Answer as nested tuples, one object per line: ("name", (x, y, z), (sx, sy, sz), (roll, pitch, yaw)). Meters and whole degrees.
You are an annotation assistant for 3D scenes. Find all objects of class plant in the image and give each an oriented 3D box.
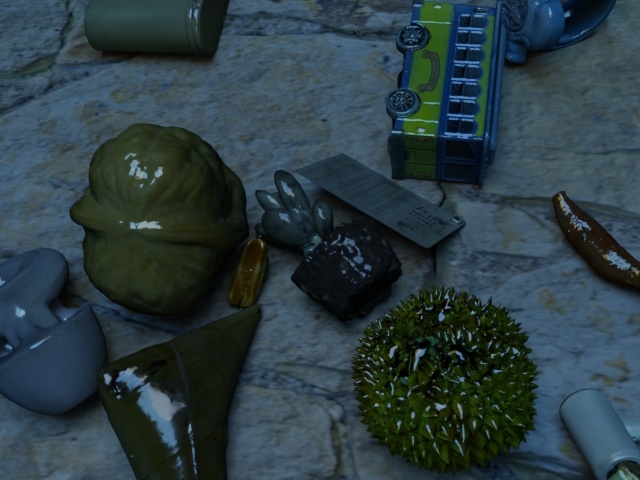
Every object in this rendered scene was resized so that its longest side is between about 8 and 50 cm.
("plant", (0.002, -0.001, 1.260), (0.274, 0.149, 0.146), (42, 111, 28))

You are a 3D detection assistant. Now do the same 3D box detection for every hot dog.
("hot dog", (-0.115, 0.053, 1.284), (0.056, 0.041, 0.133), (17, 101, -8))

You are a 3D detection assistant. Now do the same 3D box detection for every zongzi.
("zongzi", (-0.150, 0.257, 1.171), (0.300, 0.145, 0.274), (-22, 74, -31))

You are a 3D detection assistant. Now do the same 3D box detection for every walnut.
("walnut", (-0.249, -0.035, 1.225), (0.253, 0.277, 0.282), (34, 100, 1))

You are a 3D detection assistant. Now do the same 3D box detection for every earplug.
("earplug", (-0.461, 0.137, 1.243), (0.214, 0.175, 0.325), (-37, 55, -16))

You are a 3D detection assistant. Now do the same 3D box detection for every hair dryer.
("hair dryer", (0.470, 0.274, 1.095), (0.236, 0.073, 0.131), (0, 31, -11))

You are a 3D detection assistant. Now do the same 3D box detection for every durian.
("durian", (0.178, 0.202, 1.101), (0.291, 0.225, 0.291), (0, 26, 0))

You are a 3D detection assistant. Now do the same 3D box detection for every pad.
("pad", (0.103, -0.075, 1.311), (0.265, 0.009, 0.159), (31, 32, 21))

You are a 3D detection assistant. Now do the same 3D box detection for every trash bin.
("trash bin", (-0.324, -0.483, 1.574), (0.247, 0.121, 0.243), (4, 63, 12))

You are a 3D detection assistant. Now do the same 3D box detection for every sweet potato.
("sweet potato", (0.460, 0.018, 1.241), (0.255, 0.058, 0.078), (43, 104, 31))

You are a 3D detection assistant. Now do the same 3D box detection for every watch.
("watch", (0.429, -0.433, 1.433), (0.193, 0.211, 0.211), (-12, 60, -16))

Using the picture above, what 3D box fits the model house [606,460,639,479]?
("model house", (0.370, 0.387, 0.992), (0.189, 0.214, 0.195), (-28, 50, -22))

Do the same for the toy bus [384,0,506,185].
("toy bus", (0.220, -0.265, 1.372), (0.190, 0.152, 0.312), (5, 63, 11))
